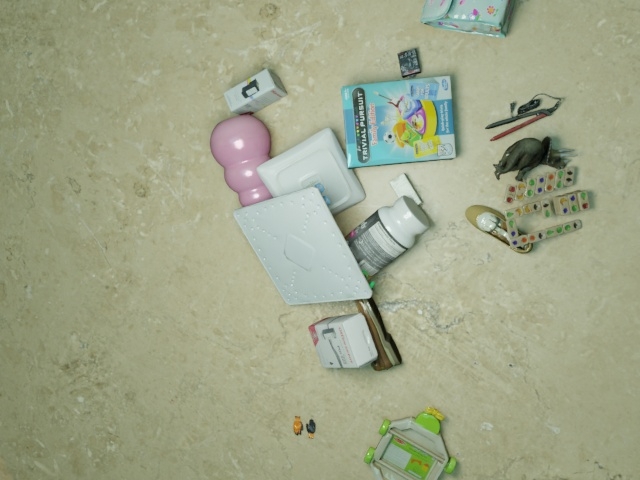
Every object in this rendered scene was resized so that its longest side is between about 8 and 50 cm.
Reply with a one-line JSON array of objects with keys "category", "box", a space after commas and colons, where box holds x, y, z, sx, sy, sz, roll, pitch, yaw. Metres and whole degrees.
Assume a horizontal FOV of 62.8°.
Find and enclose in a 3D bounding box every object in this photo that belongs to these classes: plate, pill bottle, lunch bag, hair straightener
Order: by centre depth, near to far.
[{"category": "lunch bag", "box": [0.442, -0.740, 1.557, 0.263, 0.160, 0.223, 19, 103, 25]}, {"category": "hair straightener", "box": [0.611, -0.388, 1.595, 0.231, 0.047, 0.089, -24, 89, 16]}, {"category": "pill bottle", "box": [0.199, -0.009, 1.670, 0.278, 0.162, 0.162, -40, 84, 23]}, {"category": "plate", "box": [-0.024, -0.183, 1.714, 0.277, 0.045, 0.278, -29, 112, 3]}]

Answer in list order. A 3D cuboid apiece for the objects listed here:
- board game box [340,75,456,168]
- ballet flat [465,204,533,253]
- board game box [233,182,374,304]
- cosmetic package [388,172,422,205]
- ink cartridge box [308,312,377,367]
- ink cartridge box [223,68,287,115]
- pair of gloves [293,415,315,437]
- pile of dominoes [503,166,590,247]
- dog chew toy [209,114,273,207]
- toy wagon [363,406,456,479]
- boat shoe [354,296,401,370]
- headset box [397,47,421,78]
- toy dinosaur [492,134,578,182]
[{"category": "board game box", "box": [0.242, -0.367, 1.648, 0.337, 0.079, 0.253, -5, 94, 3]}, {"category": "ballet flat", "box": [0.558, -0.038, 1.629, 0.232, 0.073, 0.080, 32, 104, 11]}, {"category": "board game box", "box": [-0.056, 0.027, 1.676, 0.390, 0.050, 0.389, -12, 114, 43]}, {"category": "cosmetic package", "box": [0.279, -0.157, 1.712, 0.060, 0.041, 0.115, -30, 86, 18]}, {"category": "ink cartridge box", "box": [0.071, 0.334, 1.732, 0.218, 0.092, 0.158, -21, 89, 54]}, {"category": "ink cartridge box", "box": [-0.218, -0.496, 1.776, 0.175, 0.127, 0.072, -24, 86, 15]}, {"category": "pair of gloves", "box": [-0.058, 0.677, 1.899, 0.083, 0.010, 0.074, 4, 96, 14]}, {"category": "pile of dominoes", "box": [0.670, -0.099, 1.557, 0.251, 0.040, 0.195, -16, 99, -7]}, {"category": "dog chew toy", "box": [-0.244, -0.250, 1.776, 0.207, 0.206, 0.331, -15, 98, 16]}, {"category": "toy wagon", "box": [0.318, 0.706, 1.768, 0.267, 0.068, 0.344, 27, 101, 11]}, {"category": "boat shoe", "box": [0.160, 0.294, 1.751, 0.105, 0.111, 0.307, -25, 88, 15]}, {"category": "headset box", "box": [0.285, -0.563, 1.678, 0.062, 0.032, 0.083, -11, 93, 17]}, {"category": "toy dinosaur", "box": [0.592, -0.250, 1.535, 0.160, 0.314, 0.121, -51, 53, 36]}]
